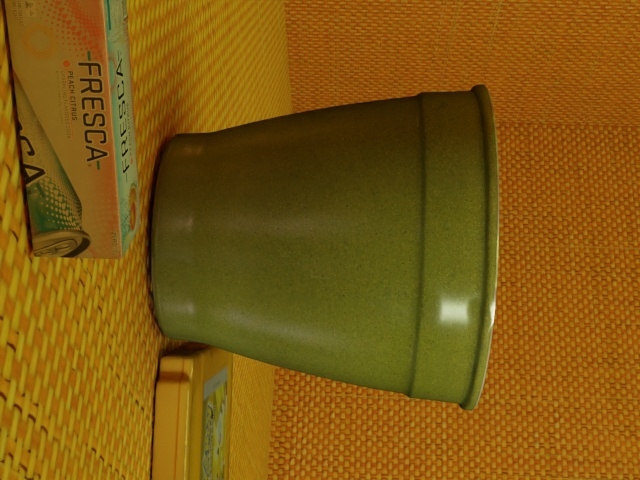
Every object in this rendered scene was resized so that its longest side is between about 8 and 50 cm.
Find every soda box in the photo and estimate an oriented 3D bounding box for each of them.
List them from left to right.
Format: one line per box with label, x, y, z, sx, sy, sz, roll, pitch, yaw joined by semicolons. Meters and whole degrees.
soda box;-0.156;-0.081;0.609;0.058;0.063;0.183;-83;174;-67

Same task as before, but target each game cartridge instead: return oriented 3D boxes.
game cartridge;-0.158;0.274;1.197;0.324;0.053;0.285;37;55;-89

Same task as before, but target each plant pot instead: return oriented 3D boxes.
plant pot;0.000;0.000;1.082;0.366;0.353;0.366;3;90;-88
